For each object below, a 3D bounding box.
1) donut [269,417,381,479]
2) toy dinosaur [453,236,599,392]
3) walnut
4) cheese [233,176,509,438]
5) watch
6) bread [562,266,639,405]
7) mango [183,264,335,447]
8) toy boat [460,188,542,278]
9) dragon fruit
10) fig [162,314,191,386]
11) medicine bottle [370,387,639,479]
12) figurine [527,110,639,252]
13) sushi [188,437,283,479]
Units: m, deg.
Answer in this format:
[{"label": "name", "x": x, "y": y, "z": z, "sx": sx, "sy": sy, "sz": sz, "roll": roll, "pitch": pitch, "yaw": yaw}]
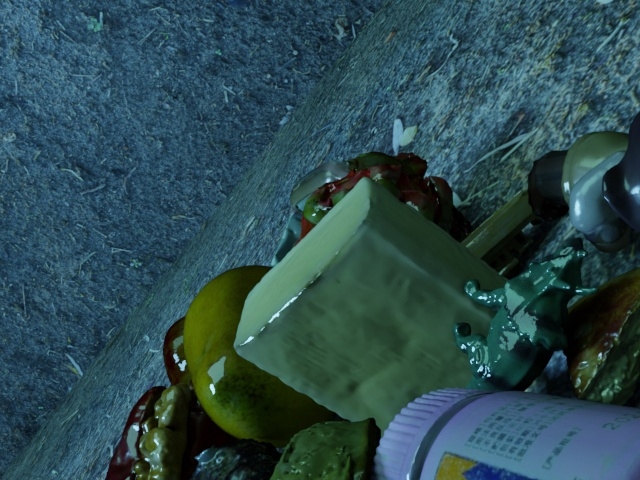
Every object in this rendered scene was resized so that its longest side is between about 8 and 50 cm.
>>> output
[{"label": "donut", "x": 0.000, "y": 0.299, "z": 0.753, "sx": 0.272, "sy": 0.107, "sz": 0.272, "roll": 4, "pitch": -90, "yaw": -81}, {"label": "toy dinosaur", "x": 0.179, "y": 0.112, "z": 0.810, "sx": 0.292, "sy": 0.079, "sz": 0.120, "roll": -58, "pitch": 30, "yaw": 35}, {"label": "walnut", "x": -0.237, "y": 0.349, "z": 1.279, "sx": 0.222, "sy": 0.244, "sz": 0.269, "roll": -5, "pitch": 60, "yaw": 10}, {"label": "cheese", "x": 0.078, "y": 0.095, "z": 0.914, "sx": 0.242, "sy": 0.265, "sz": 0.124, "roll": -44, "pitch": 22, "yaw": 31}, {"label": "watch", "x": 0.000, "y": 0.000, "z": 1.523, "sx": 0.253, "sy": 0.162, "sz": 0.241, "roll": -29, "pitch": 37, "yaw": 56}, {"label": "bread", "x": 0.274, "y": 0.089, "z": 0.771, "sx": 0.154, "sy": 0.054, "sz": 0.136, "roll": -56, "pitch": 12, "yaw": -6}, {"label": "mango", "x": -0.084, "y": 0.174, "z": 1.183, "sx": 0.221, "sy": 0.264, "sz": 0.378, "roll": -49, "pitch": 10, "yaw": 11}, {"label": "toy boat", "x": 0.223, "y": 0.015, "z": 1.020, "sx": 0.206, "sy": 0.072, "sz": 0.064, "roll": -41, "pitch": 2, "yaw": 5}, {"label": "dragon fruit", "x": 0.085, "y": -0.006, "z": 1.169, "sx": 0.302, "sy": 0.231, "sz": 0.237, "roll": -53, "pitch": 2, "yaw": -34}, {"label": "fig", "x": -0.171, "y": 0.222, "z": 1.615, "sx": 0.290, "sy": 0.190, "sz": 0.190, "roll": -14, "pitch": 14, "yaw": -9}, {"label": "medicine bottle", "x": 0.175, "y": 0.205, "z": 0.592, "sx": 0.178, "sy": 0.178, "sz": 0.291, "roll": -59, "pitch": 19, "yaw": -17}, {"label": "figurine", "x": 0.316, "y": -0.043, "z": 0.686, "sx": 0.365, "sy": 0.218, "sz": 0.206, "roll": 138, "pitch": 144, "yaw": -67}, {"label": "sushi", "x": -0.124, "y": 0.402, "z": 0.933, "sx": 0.348, "sy": 0.234, "sz": 0.207, "roll": -61, "pitch": 19, "yaw": -9}]
